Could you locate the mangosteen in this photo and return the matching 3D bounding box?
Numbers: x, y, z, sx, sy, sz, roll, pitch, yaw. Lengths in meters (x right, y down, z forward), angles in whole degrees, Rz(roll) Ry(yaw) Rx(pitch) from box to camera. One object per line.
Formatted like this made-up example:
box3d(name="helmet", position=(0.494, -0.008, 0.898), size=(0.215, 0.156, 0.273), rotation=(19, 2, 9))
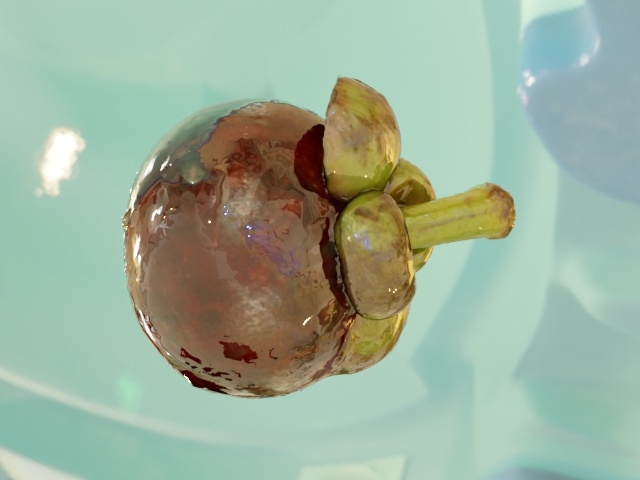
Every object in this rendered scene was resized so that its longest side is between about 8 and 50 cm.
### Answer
box3d(name="mangosteen", position=(-0.008, 0.007, 0.576), size=(0.181, 0.145, 0.156), rotation=(11, 140, 22))
